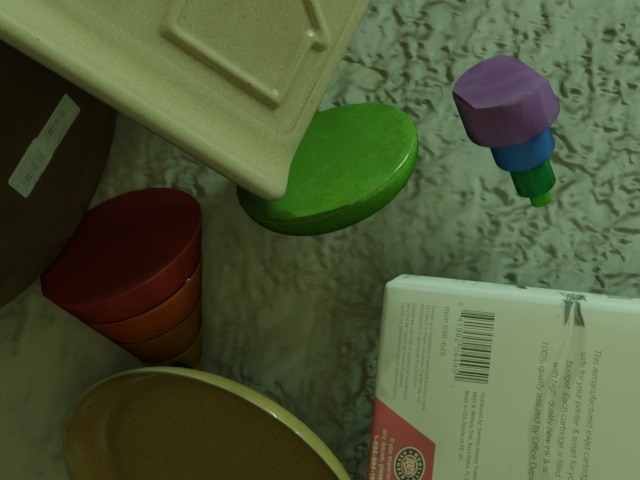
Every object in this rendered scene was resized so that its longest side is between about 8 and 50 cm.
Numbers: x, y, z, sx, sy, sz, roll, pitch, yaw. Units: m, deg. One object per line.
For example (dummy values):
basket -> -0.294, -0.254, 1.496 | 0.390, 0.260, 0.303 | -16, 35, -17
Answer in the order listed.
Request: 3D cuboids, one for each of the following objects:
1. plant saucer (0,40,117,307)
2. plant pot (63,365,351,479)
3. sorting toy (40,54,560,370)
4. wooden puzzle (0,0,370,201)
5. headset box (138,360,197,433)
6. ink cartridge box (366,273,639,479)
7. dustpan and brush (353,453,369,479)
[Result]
plant saucer -> -0.216, -0.060, 1.176 | 0.041, 0.278, 0.277 | 24, 97, 29
plant pot -> -0.064, 0.172, 1.272 | 0.236, 0.032, 0.236 | 18, 132, 21
sorting toy -> 0.000, 0.000, 1.292 | 0.366, 0.127, 0.126 | -23, 122, 2
wooden puzzle -> -0.077, -0.241, 1.170 | 0.322, 0.080, 0.347 | 32, 77, -43
headset box -> -0.089, 0.128, 1.308 | 0.062, 0.032, 0.083 | 28, 135, -6
ink cartridge box -> 0.149, 0.111, 1.254 | 0.218, 0.092, 0.158 | 6, 93, 11
dustpan and brush -> 0.146, 0.147, 1.325 | 0.211, 0.060, 0.147 | -43, 97, 2
